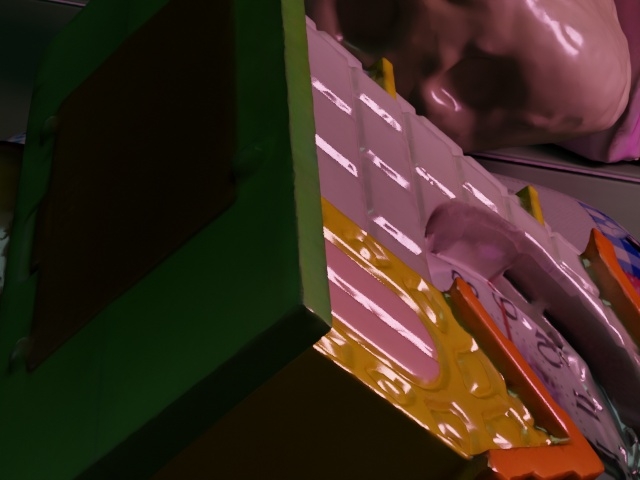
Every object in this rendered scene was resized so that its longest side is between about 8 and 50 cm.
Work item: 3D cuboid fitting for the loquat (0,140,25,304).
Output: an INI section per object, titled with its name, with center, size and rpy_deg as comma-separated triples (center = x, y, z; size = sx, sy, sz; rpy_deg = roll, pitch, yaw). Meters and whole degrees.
[loquat]
center = -0.112, 0.039, 0.549
size = 0.163, 0.137, 0.163
rpy_deg = 30, 18, -11

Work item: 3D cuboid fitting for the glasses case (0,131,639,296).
[glasses case]
center = 0.000, 0.000, 0.803
size = 0.327, 0.076, 0.125
rpy_deg = 7, 19, -12

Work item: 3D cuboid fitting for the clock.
[clock]
center = 0.040, 0.042, 0.500
size = 0.255, 0.106, 0.220
rpy_deg = 37, 27, -28

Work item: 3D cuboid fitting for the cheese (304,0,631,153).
[cheese]
center = 0.082, -0.158, 1.049
size = 0.248, 0.251, 0.173
rpy_deg = 16, 23, 0

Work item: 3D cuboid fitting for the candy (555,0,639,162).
[candy]
center = 0.156, -0.165, 1.226
size = 0.116, 0.155, 0.265
rpy_deg = -14, 32, -42
